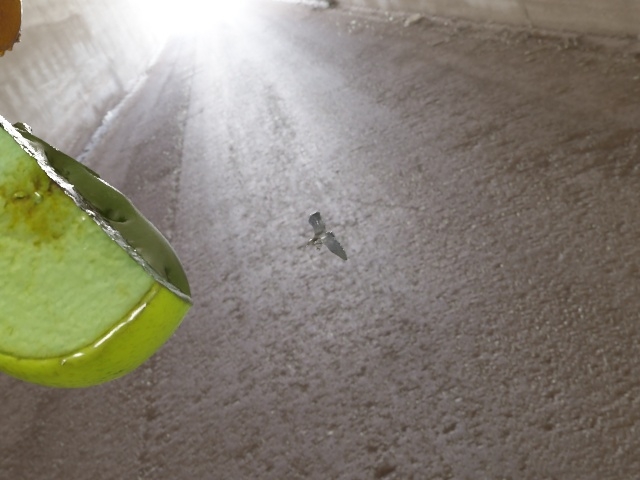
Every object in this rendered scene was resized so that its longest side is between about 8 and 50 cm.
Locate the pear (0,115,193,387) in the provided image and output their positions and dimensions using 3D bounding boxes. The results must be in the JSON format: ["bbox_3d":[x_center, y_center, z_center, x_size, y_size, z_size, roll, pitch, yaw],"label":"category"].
[{"bbox_3d":[-0.321,0.047,0.898,0.238,0.342,0.318,-46,-16,-4],"label":"pear"}]

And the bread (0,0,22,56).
[{"bbox_3d":[-0.655,-0.483,1.190,0.183,0.388,0.236,14,64,22],"label":"bread"}]

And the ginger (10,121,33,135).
[{"bbox_3d":[-0.461,-0.045,1.108,0.137,0.289,0.089,5,19,15],"label":"ginger"}]

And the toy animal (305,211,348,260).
[{"bbox_3d":[0.000,0.000,0.948,0.050,0.084,0.028,-26,21,14],"label":"toy animal"}]
